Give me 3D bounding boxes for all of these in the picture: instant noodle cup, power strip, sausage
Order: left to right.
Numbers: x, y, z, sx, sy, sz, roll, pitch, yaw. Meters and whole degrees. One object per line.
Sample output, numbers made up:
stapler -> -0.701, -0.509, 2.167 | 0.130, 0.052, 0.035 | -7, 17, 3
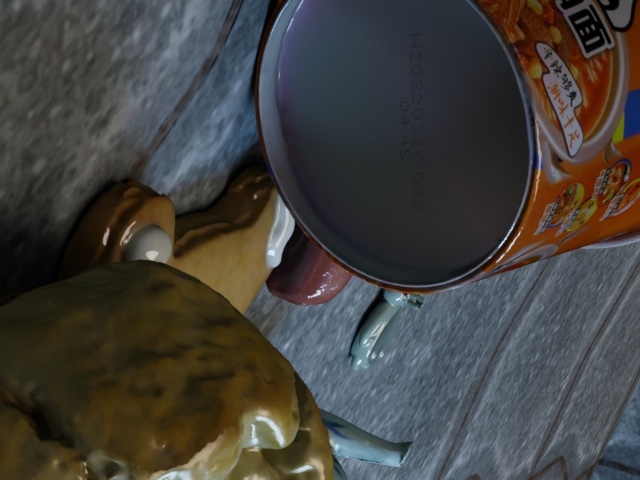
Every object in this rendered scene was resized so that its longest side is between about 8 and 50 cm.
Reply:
sausage -> 0.000, 0.000, 1.131 | 0.054, 0.059, 0.094 | 2, 119, -55
power strip -> 0.054, 0.071, 1.400 | 0.083, 0.035, 0.055 | -63, 161, 9
instant noodle cup -> 0.093, -0.090, 1.014 | 0.192, 0.250, 0.250 | -23, 138, -47

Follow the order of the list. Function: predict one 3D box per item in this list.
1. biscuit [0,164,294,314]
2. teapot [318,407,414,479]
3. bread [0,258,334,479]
biscuit -> -0.115, 0.069, 0.955 | 0.340, 0.047, 0.216 | -13, 127, -65
teapot -> -0.038, 0.196, 1.147 | 0.232, 0.159, 0.159 | -52, 158, -27
bread -> -0.091, 0.132, 0.818 | 0.244, 0.134, 0.244 | -21, 119, -43
